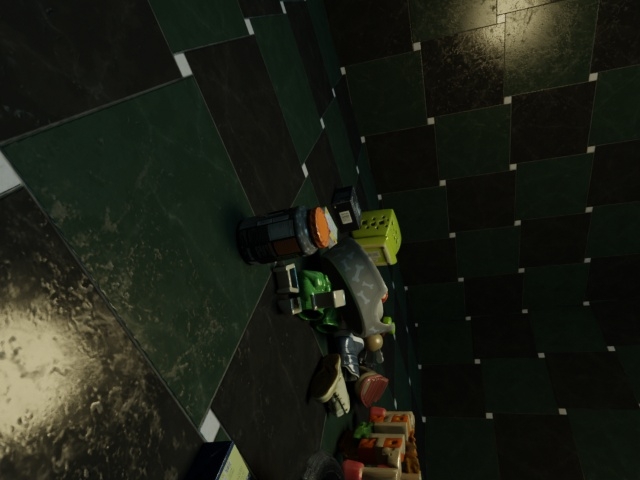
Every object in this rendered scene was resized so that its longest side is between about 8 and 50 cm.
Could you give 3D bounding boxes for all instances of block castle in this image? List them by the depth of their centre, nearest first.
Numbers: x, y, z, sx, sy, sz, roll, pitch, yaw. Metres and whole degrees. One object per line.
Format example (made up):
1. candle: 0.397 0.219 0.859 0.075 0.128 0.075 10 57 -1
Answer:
1. block castle: 0.182 0.746 1.271 0.453 0.212 0.303 -4 87 -71

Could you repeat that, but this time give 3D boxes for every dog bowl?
1. dog bowl: 0.111 0.166 1.341 0.349 0.102 0.349 60 -14 26

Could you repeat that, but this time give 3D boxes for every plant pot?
1. plant pot: 0.270 0.001 2.011 0.227 0.228 0.207 63 31 -42

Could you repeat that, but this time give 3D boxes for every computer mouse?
1. computer mouse: 0.183 0.517 1.650 0.242 0.071 0.041 48 44 -57

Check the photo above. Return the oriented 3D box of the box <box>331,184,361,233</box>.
1. box: 0.123 -0.144 1.838 0.158 0.093 0.156 -77 151 -56

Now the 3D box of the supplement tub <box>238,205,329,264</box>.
1. supplement tub: -0.082 -0.013 0.928 0.117 0.190 0.117 -11 90 -74

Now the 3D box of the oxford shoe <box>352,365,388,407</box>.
1. oxford shoe: 0.158 0.531 1.492 0.123 0.130 0.348 -58 155 -11

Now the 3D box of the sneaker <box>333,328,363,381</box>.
1. sneaker: 0.104 0.418 1.419 0.226 0.086 0.163 46 33 -56

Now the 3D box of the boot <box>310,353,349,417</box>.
1. boot: 0.036 0.460 1.201 0.213 0.077 0.165 -51 129 -72

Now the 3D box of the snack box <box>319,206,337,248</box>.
1. snack box: 0.027 -0.047 1.560 0.141 0.037 0.100 60 24 -47

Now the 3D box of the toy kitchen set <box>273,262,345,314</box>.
1. toy kitchen set: -0.028 0.083 1.081 0.122 0.166 0.207 8 72 -71

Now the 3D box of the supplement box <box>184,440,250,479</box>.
1. supplement box: -0.164 0.384 0.641 0.083 0.056 0.083 -65 140 -63

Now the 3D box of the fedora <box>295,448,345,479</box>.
1. fedora: -0.050 0.559 0.726 0.334 0.152 0.334 -11 90 -73

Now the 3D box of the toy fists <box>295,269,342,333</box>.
1. toy fists: 0.001 0.182 1.236 0.279 0.096 0.142 50 31 -55

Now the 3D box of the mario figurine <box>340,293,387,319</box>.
1. mario figurine: 0.198 0.235 1.655 0.320 0.170 0.198 -6 118 -62

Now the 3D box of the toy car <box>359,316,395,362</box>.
1. toy car: 0.228 0.430 1.728 0.149 0.155 0.188 54 39 -53
